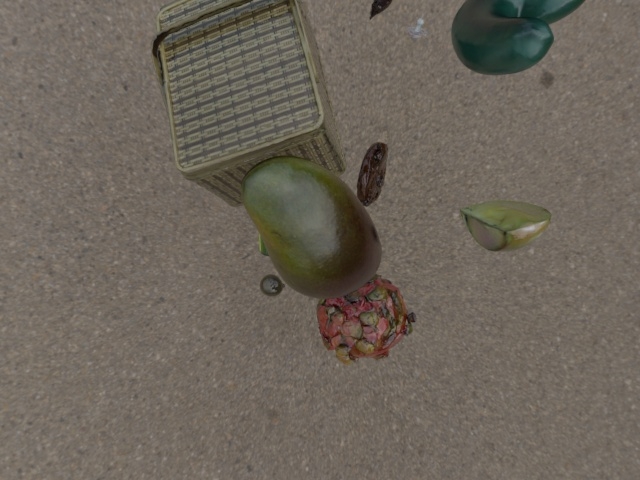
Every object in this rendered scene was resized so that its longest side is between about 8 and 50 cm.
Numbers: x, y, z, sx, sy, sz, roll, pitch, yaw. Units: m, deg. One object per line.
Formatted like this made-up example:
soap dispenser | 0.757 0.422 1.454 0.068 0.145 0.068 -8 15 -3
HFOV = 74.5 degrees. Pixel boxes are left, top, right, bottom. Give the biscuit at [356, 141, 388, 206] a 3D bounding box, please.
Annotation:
biscuit | 0.150 -0.187 1.182 0.049 0.192 0.192 13 88 17

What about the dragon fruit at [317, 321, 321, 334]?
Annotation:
dragon fruit | 0.112 0.315 1.710 0.252 0.241 0.241 36 88 -15

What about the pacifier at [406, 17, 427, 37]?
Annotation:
pacifier | 0.408 -0.897 1.769 0.099 0.078 0.081 -19 60 -25

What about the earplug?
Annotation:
earplug | 0.256 -0.324 0.447 0.164 0.258 0.280 41 133 30

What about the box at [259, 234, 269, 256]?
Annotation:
box | -0.081 -0.125 0.980 0.134 0.097 0.345 2 123 0

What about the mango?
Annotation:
mango | 0.000 0.000 0.510 0.133 0.267 0.111 -40 52 3

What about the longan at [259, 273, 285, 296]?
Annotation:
longan | -0.211 0.197 1.857 0.119 0.106 0.106 -1 87 -44

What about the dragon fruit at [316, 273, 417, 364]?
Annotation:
dragon fruit | 0.113 0.283 1.383 0.314 0.263 0.296 -29 91 29

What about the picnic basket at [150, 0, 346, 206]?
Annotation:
picnic basket | -0.110 -0.240 0.651 0.228 0.175 0.312 -15 73 11

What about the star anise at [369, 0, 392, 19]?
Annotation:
star anise | 0.135 -0.547 0.814 0.054 0.212 0.156 -16 100 -18

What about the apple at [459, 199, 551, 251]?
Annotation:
apple | 0.529 -0.042 1.175 0.193 0.265 0.119 -14 109 -6
